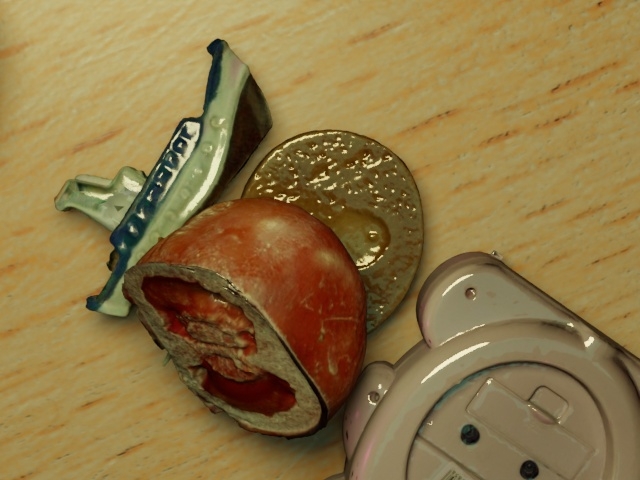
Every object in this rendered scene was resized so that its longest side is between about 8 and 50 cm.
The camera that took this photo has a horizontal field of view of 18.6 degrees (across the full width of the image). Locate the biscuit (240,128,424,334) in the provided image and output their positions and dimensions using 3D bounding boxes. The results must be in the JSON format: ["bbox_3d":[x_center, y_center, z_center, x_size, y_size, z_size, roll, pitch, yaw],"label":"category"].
[{"bbox_3d":[0.000,0.000,1.775,0.181,0.049,0.208,30,95,-7],"label":"biscuit"}]

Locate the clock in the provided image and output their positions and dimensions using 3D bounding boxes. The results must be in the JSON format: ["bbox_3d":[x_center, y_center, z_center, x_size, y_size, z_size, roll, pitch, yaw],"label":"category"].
[{"bbox_3d":[0.157,0.205,1.777,0.295,0.113,0.322,35,94,-7],"label":"clock"}]

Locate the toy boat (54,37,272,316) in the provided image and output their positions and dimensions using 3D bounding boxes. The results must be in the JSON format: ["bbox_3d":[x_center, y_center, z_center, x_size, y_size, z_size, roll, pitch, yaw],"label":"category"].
[{"bbox_3d":[-0.146,-0.058,1.728,0.115,0.114,0.262,38,92,-2],"label":"toy boat"}]

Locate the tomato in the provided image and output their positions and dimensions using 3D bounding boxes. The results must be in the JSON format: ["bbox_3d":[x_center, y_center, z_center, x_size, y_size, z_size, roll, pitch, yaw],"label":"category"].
[{"bbox_3d":[-0.045,0.049,1.677,0.155,0.180,0.214,-50,132,-30],"label":"tomato"}]
